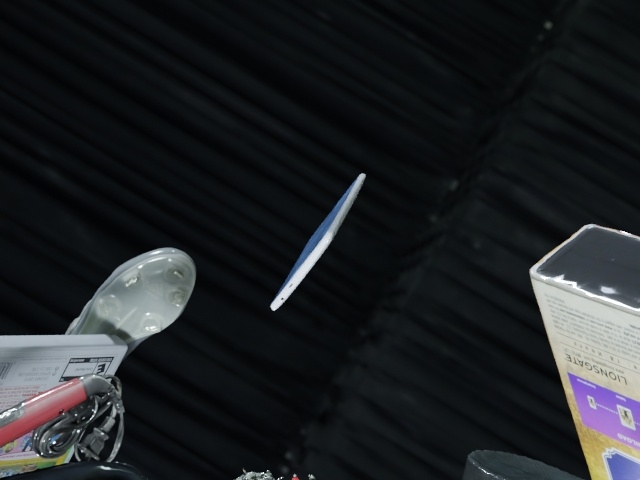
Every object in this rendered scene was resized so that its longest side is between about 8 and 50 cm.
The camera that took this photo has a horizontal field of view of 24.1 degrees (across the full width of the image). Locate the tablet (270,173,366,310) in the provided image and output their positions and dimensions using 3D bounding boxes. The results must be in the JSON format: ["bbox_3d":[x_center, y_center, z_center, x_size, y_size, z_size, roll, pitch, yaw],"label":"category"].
[{"bbox_3d":[0.000,0.000,0.766,0.054,0.006,0.083,-52,3,28],"label":"tablet"}]

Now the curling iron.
[{"bbox_3d":[-0.245,0.157,0.967,0.274,0.068,0.035,-22,25,-26],"label":"curling iron"}]

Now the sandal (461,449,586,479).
[{"bbox_3d":[0.325,0.244,1.239,0.167,0.445,0.107,4,-76,-64],"label":"sandal"}]

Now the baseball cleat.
[{"bbox_3d":[-0.181,0.061,1.336,0.206,0.072,0.109,-44,22,25],"label":"baseball cleat"}]

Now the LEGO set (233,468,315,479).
[{"bbox_3d":[-0.046,0.220,1.370,0.054,0.083,0.023,-103,1,-67],"label":"LEGO set"}]

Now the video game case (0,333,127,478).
[{"bbox_3d":[-0.272,0.161,1.225,0.212,0.023,0.193,4,-62,-57],"label":"video game case"}]

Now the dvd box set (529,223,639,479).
[{"bbox_3d":[0.296,0.206,0.871,0.062,0.420,0.307,-36,32,-25],"label":"dvd box set"}]

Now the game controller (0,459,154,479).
[{"bbox_3d":[-0.085,0.256,0.662,0.067,0.319,0.166,-19,-8,28],"label":"game controller"}]
